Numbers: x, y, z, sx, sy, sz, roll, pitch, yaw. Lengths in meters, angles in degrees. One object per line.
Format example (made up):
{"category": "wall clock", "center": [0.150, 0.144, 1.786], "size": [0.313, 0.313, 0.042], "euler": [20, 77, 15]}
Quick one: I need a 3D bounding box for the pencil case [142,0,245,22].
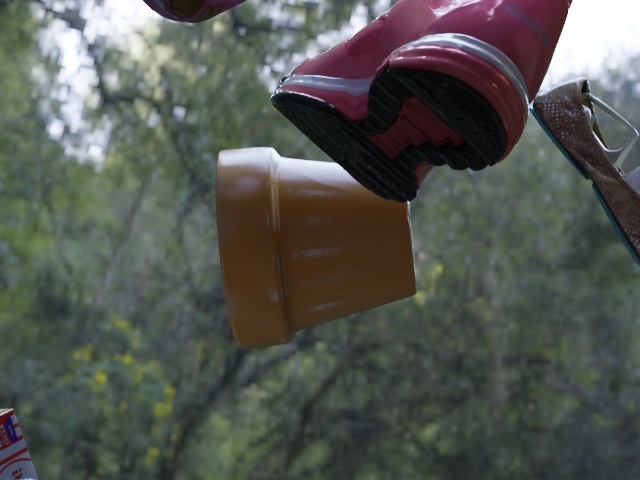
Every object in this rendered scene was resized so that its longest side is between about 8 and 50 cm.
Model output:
{"category": "pencil case", "center": [0.061, -0.229, 0.986], "size": [0.386, 0.160, 0.167], "euler": [-9, -77, 25]}

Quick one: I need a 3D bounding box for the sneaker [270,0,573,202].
{"category": "sneaker", "center": [0.076, -0.114, 1.229], "size": [0.116, 0.136, 0.314], "euler": [42, -16, -17]}

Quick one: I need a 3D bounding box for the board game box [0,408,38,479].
{"category": "board game box", "center": [-0.303, 0.217, 1.532], "size": [0.193, 0.045, 0.146], "euler": [-8, -76, 46]}

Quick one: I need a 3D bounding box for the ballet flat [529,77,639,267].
{"category": "ballet flat", "center": [0.264, -0.064, 1.631], "size": [0.067, 0.206, 0.073], "euler": [-37, -20, 12]}

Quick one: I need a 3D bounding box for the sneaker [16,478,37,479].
{"category": "sneaker", "center": [-0.203, 0.206, 1.365], "size": [0.053, 0.059, 0.144], "euler": [-16, -33, 7]}

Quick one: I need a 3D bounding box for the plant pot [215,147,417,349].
{"category": "plant pot", "center": [0.000, 0.000, 1.866], "size": [0.188, 0.205, 0.205], "euler": [-6, -35, 3]}
